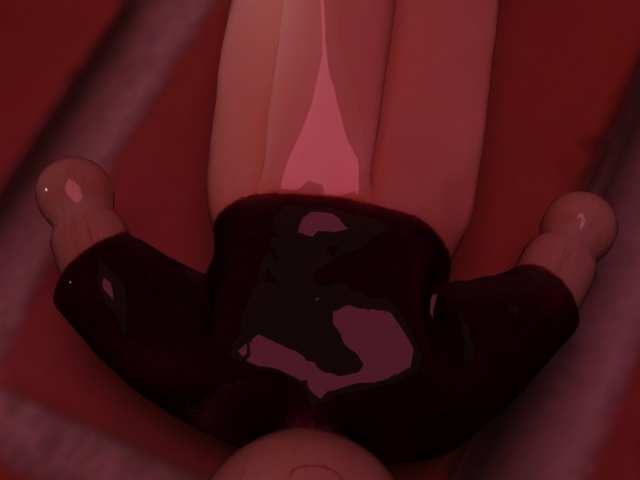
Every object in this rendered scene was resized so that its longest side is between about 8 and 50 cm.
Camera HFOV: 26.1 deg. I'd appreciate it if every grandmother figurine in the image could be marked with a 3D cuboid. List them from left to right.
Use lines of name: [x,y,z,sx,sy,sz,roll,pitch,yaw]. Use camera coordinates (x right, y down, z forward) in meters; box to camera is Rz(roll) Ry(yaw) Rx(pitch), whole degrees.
grandmother figurine: [0.000,0.000,0.485,0.208,0.104,0.342,0,60,10]
